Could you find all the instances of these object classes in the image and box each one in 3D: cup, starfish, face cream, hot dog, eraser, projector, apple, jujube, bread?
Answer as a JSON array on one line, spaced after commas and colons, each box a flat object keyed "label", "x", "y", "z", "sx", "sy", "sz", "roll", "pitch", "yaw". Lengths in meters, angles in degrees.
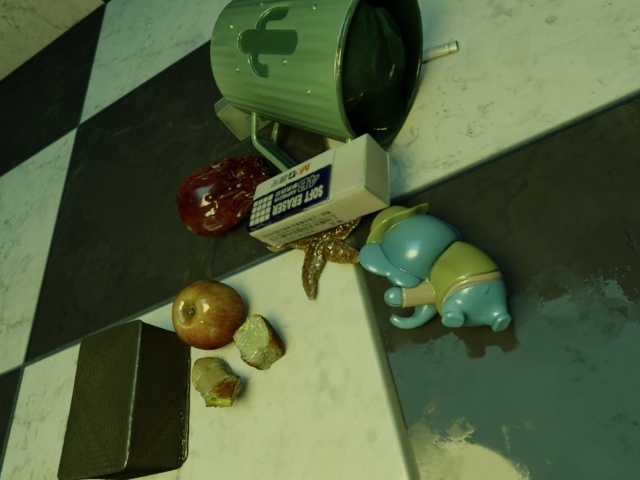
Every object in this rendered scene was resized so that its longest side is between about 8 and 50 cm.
[{"label": "cup", "x": -0.026, "y": -0.340, "z": 0.889, "sx": 0.391, "sy": 0.310, "sz": 0.401, "roll": 19, "pitch": 76, "yaw": 33}, {"label": "starfish", "x": 0.000, "y": 0.000, "z": 0.850, "sx": 0.277, "sy": 0.062, "sz": 0.236, "roll": -22, "pitch": 56, "yaw": 28}, {"label": "face cream", "x": 0.257, "y": -0.430, "z": 0.973, "sx": 0.114, "sy": 0.020, "sz": 0.038, "roll": -7, "pitch": 61, "yaw": 30}, {"label": "hot dog", "x": -0.193, "y": 0.278, "z": 0.804, "sx": 0.078, "sy": 0.061, "sz": 0.168, "roll": -26, "pitch": 23, "yaw": -24}, {"label": "eraser", "x": -0.010, "y": -0.086, "z": 0.802, "sx": 0.287, "sy": 0.086, "sz": 0.131, "roll": -19, "pitch": 53, "yaw": 37}, {"label": "projector", "x": -0.191, "y": -0.354, "z": 1.127, "sx": 0.147, "sy": 0.115, "sz": 0.061, "roll": -30, "pitch": 54, "yaw": 12}, {"label": "apple", "x": -0.227, "y": 0.147, "z": 0.854, "sx": 0.146, "sy": 0.131, "sz": 0.147, "roll": -10, "pitch": 64, "yaw": 21}, {"label": "jujube", "x": -0.218, "y": -0.109, "z": 0.991, "sx": 0.236, "sy": 0.168, "sz": 0.168, "roll": -29, "pitch": 51, "yaw": -6}, {"label": "bread", "x": -0.113, "y": 0.192, "z": 0.801, "sx": 0.076, "sy": 0.070, "sz": 0.083, "roll": -42, "pitch": 52, "yaw": 3}]

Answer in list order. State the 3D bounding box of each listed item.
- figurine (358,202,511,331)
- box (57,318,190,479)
[{"label": "figurine", "x": 0.168, "y": 0.044, "z": 0.672, "sx": 0.179, "sy": 0.154, "sz": 0.262, "roll": -28, "pitch": 44, "yaw": 4}, {"label": "box", "x": -0.375, "y": 0.314, "z": 0.839, "sx": 0.184, "sy": 0.143, "sz": 0.274, "roll": -21, "pitch": 56, "yaw": 19}]
